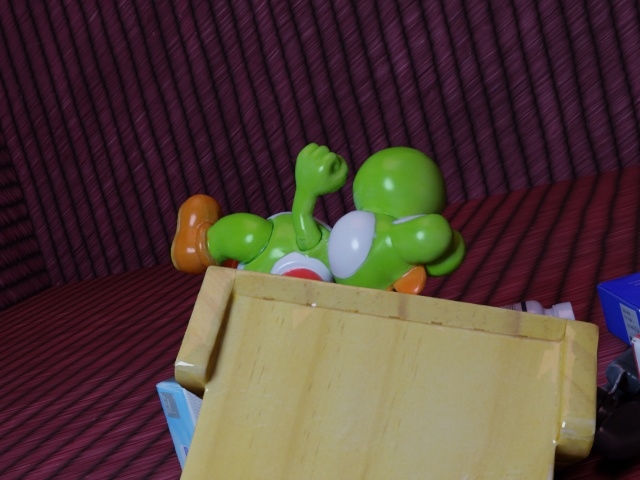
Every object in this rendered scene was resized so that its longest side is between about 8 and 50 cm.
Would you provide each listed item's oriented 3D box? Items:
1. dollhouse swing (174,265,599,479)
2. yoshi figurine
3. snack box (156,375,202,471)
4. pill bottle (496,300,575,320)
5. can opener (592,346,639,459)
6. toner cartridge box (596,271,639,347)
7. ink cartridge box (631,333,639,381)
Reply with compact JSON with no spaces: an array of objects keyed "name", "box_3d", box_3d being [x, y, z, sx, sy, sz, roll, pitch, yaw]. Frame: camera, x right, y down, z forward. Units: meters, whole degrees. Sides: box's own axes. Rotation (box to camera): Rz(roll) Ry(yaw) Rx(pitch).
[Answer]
[{"name":"dollhouse swing","box_3d":[0.050,0.210,0.885,0.346,0.305,0.315,8,-16,8]},{"name":"yoshi figurine","box_3d":[0.011,-0.017,1.173,0.362,0.203,0.203,-6,6,33]},{"name":"snack box","box_3d":[-0.024,0.193,1.140,0.321,0.187,0.060,-23,12,-40]},{"name":"pill bottle","box_3d":[0.262,0.134,1.320,0.169,0.094,0.094,-13,9,13]},{"name":"can opener","box_3d":[0.353,0.172,1.084,0.093,0.074,0.280,32,38,28]},{"name":"toner cartridge box","box_3d":[0.571,0.062,1.310,0.347,0.075,0.165,-16,10,0]},{"name":"ink cartridge box","box_3d":[0.407,0.135,0.757,0.272,0.197,0.114,-17,11,-11]}]
